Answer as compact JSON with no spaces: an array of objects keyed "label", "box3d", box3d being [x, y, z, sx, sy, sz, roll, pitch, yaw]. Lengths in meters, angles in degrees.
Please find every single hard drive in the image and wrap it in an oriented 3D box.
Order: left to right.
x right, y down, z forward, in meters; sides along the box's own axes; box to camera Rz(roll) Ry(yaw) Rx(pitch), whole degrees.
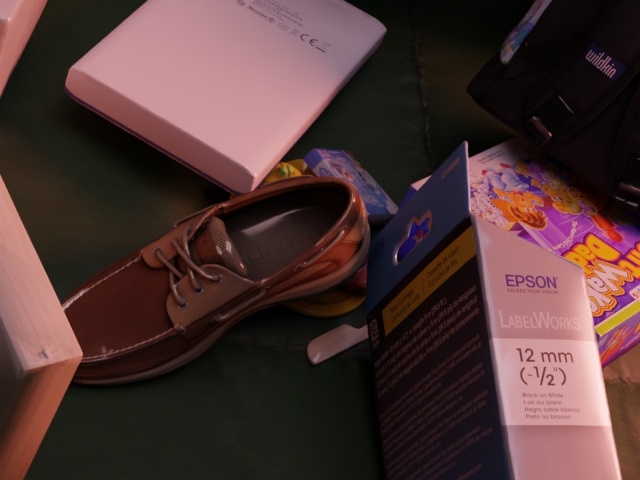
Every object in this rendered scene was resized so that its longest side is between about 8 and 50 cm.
[{"label":"hard drive","box3d":[-0.088,-0.186,1.811,0.210,0.040,0.319,31,42,7]}]

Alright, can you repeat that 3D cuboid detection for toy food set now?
[{"label":"toy food set","box3d":[0.000,0.000,1.736,0.128,0.071,0.218,-16,65,-32]}]

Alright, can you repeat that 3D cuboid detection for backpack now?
[{"label":"backpack","box3d":[0.365,-0.231,1.760,0.290,0.356,0.273,33,28,11]}]

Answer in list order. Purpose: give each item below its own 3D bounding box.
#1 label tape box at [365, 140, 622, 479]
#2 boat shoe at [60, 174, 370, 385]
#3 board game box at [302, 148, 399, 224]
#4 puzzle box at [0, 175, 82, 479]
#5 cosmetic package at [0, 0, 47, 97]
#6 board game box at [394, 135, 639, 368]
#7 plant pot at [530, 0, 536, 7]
[{"label":"label tape box","box3d":[0.142,0.123,1.563,0.115,0.249,0.348,5,65,-20]},{"label":"boat shoe","box3d":[-0.104,0.023,1.608,0.324,0.116,0.123,-27,68,-15]},{"label":"board game box","box3d":[0.033,-0.054,1.794,0.090,0.020,0.090,51,20,14]},{"label":"puzzle box","box3d":[-0.325,-0.003,1.468,0.052,0.272,0.409,-14,64,-30]},{"label":"cosmetic package","box3d":[-0.321,-0.317,1.721,0.161,0.230,0.453,22,50,-7]},{"label":"board game box","box3d":[0.256,-0.003,1.773,0.233,0.078,0.347,40,36,20]},{"label":"plant pot","box3d":[0.430,-0.317,2.000,0.353,0.366,0.366,3,55,-8]}]
